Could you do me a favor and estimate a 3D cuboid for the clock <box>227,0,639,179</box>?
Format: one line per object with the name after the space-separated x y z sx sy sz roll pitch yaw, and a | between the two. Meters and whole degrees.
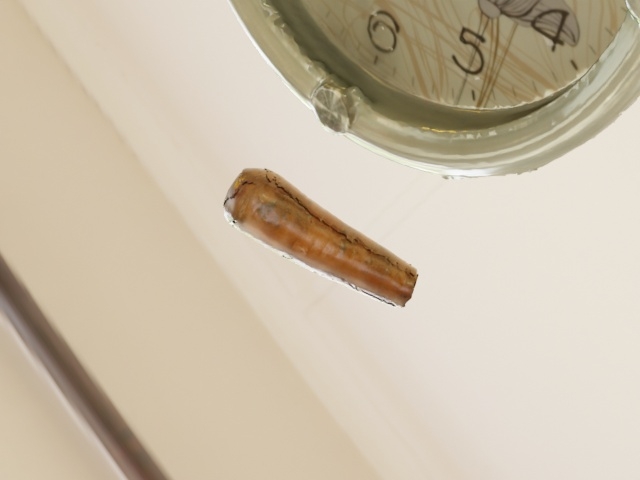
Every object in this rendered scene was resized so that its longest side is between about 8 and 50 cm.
0.040 -0.138 0.449 0.236 0.053 0.236 24 -54 39 | clock

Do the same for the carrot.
0.000 0.000 1.010 0.161 0.055 0.055 31 -36 -3 | carrot
